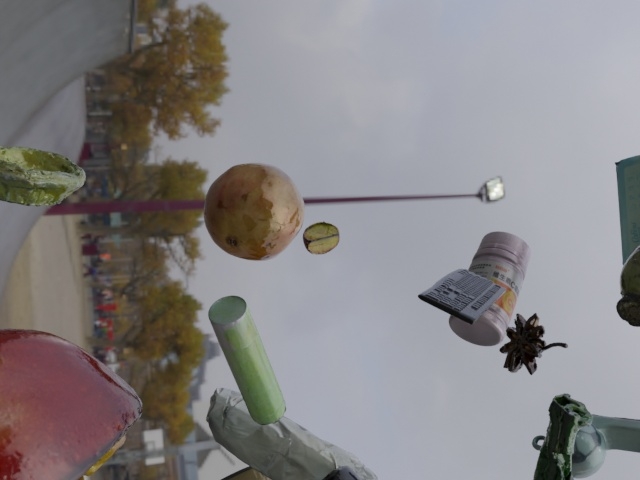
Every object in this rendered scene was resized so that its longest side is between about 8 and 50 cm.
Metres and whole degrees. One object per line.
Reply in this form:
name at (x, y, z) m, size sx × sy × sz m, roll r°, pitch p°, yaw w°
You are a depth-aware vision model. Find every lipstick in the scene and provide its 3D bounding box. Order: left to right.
lipstick at (-0.129, 0.225, 1.387) m, size 0.076 × 0.076 × 0.304 m, roll -112°, pitch -174°, yaw -49°

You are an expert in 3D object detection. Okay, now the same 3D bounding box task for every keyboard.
keyboard at (0.257, 0.085, 1.292) m, size 0.041 × 0.103 × 0.381 m, roll -67°, pitch 162°, yaw 9°

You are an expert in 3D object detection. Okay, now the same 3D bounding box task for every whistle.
whistle at (0.672, 0.520, 1.904) m, size 0.290 × 0.163 × 0.163 m, roll -1°, pitch -87°, yaw 31°

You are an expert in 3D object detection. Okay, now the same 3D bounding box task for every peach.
peach at (-0.331, 0.213, 0.824) m, size 0.249 × 0.275 × 0.245 m, roll -7°, pitch -75°, yaw 44°
peach at (0.000, 0.000, 1.668) m, size 0.083 × 0.077 × 0.050 m, roll -54°, pitch 157°, yaw -53°

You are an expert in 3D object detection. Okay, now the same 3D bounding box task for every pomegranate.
pomegranate at (-0.121, -0.057, 1.404) m, size 0.191 × 0.191 × 0.191 m, roll 177°, pitch -90°, yaw -74°

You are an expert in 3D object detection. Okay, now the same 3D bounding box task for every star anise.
star anise at (0.552, 0.290, 2.014) m, size 0.177 × 0.073 × 0.234 m, roll -64°, pitch -163°, yaw 15°

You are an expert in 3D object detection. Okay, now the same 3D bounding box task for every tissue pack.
tissue pack at (0.782, -0.073, 1.752) m, size 0.177 × 0.089 × 0.263 m, roll -16°, pitch -111°, yaw 50°

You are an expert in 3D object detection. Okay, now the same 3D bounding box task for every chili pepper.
chili pepper at (0.368, 0.364, 1.168) m, size 0.099 × 0.083 × 0.253 m, roll -179°, pitch -86°, yaw -80°

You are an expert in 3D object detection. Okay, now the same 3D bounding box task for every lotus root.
lotus root at (0.712, 0.053, 1.521) m, size 0.173 × 0.309 × 0.173 m, roll 37°, pitch -32°, yaw 28°

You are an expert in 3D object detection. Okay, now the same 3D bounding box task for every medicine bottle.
medicine bottle at (0.397, 0.111, 1.776) m, size 0.249 × 0.133 × 0.133 m, roll -61°, pitch 177°, yaw -32°

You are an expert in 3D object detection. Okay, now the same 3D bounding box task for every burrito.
burrito at (-0.051, 0.461, 1.625) m, size 0.139 × 0.445 × 0.101 m, roll -63°, pitch 178°, yaw 18°

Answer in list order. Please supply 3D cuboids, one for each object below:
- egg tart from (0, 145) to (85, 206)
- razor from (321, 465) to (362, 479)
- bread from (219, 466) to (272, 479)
egg tart at (-0.488, -0.104, 1.262) m, size 0.197 × 0.197 × 0.078 m, roll -134°, pitch -125°, yaw -66°
razor at (0.090, 0.596, 1.395) m, size 0.349 × 0.113 × 0.204 m, roll 59°, pitch -25°, yaw 26°
bread at (-0.181, 0.675, 1.862) m, size 0.212 × 0.224 × 0.142 m, roll 64°, pitch 0°, yaw 38°
